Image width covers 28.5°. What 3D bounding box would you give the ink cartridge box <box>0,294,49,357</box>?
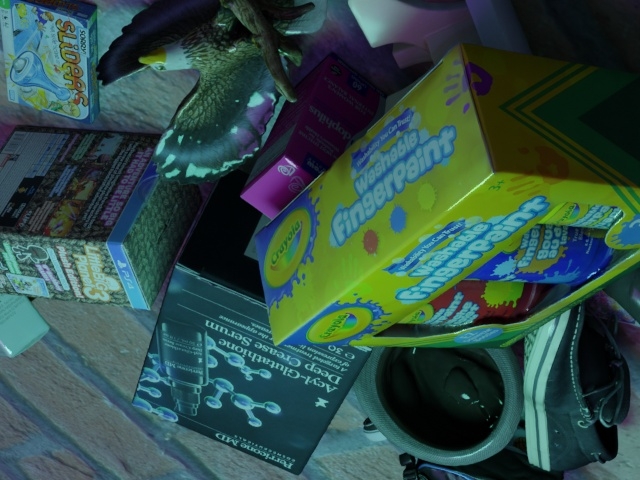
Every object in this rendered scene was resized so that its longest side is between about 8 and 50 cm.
[{"bbox_3d":[-0.643,0.024,2.136,0.385,0.091,0.308,58,154,-14],"label":"ink cartridge box"}]

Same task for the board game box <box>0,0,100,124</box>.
[{"bbox_3d":[-0.387,-0.266,1.810,0.136,0.035,0.201,16,139,7],"label":"board game box"}]

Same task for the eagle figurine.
[{"bbox_3d":[-0.144,-0.232,1.610,0.225,0.226,0.298,18,153,-20],"label":"eagle figurine"}]

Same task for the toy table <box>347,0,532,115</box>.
[{"bbox_3d":[0.156,-0.220,1.494,0.161,0.252,0.274,-21,107,19],"label":"toy table"}]

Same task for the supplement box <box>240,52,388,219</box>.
[{"bbox_3d":[-0.003,-0.123,1.656,0.111,0.220,0.114,36,137,-16],"label":"supplement box"}]

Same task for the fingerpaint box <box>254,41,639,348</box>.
[{"bbox_3d":[0.193,-0.021,1.474,0.371,0.163,0.445,5,152,-33],"label":"fingerpaint box"}]

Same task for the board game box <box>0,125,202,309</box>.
[{"bbox_3d":[-0.361,-0.038,1.893,0.291,0.232,0.141,5,137,19],"label":"board game box"}]

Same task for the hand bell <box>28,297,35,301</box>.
[{"bbox_3d":[-0.543,-0.017,2.113,0.242,0.126,0.126,39,137,-1],"label":"hand bell"}]

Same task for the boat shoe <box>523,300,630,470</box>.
[{"bbox_3d":[0.377,0.191,1.853,0.156,0.186,0.500,2,144,13],"label":"boat shoe"}]

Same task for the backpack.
[{"bbox_3d":[0.275,0.432,2.140,0.277,0.213,0.263,23,136,15],"label":"backpack"}]

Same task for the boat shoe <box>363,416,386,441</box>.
[{"bbox_3d":[0.141,0.272,2.132,0.076,0.080,0.228,52,137,-6],"label":"boat shoe"}]

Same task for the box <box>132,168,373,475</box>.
[{"bbox_3d":[-0.085,0.129,1.884,0.294,0.212,0.395,23,141,-1],"label":"box"}]

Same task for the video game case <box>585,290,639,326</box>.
[{"bbox_3d":[0.426,0.085,1.853,0.122,0.011,0.087,12,138,11],"label":"video game case"}]

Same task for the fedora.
[{"bbox_3d":[0.198,0.220,1.978,0.275,0.124,0.243,31,98,20],"label":"fedora"}]

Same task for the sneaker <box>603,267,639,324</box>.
[{"bbox_3d":[0.432,0.040,1.748,0.130,0.109,0.286,-6,123,37],"label":"sneaker"}]
